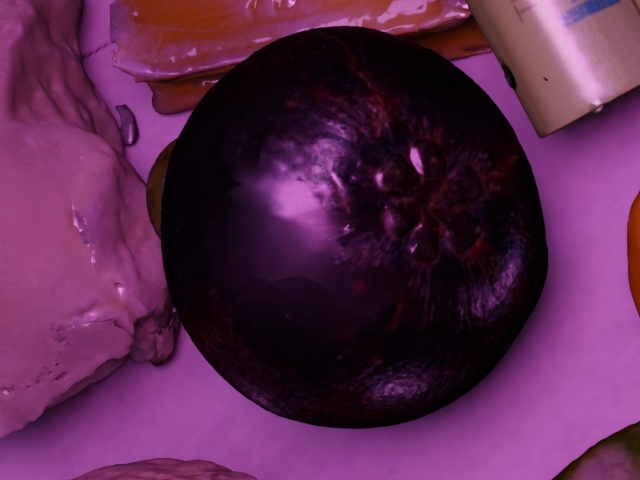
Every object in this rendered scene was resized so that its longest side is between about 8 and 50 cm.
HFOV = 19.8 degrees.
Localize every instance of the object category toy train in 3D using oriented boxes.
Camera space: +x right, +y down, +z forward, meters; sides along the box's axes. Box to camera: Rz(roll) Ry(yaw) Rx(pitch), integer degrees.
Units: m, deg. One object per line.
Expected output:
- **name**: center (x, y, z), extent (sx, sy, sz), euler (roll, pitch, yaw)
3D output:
- **toy train**: center (0.125, -0.177, 0.988), extent (0.157, 0.105, 0.253), euler (-28, 89, -6)

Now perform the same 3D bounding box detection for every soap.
- **soap**: center (-0.012, -0.164, 1.091), extent (0.233, 0.076, 0.135), euler (-9, 75, 20)

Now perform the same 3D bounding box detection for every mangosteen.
- **mangosteen**: center (0.011, 0.001, 0.988), extent (0.216, 0.216, 0.216), euler (-4, 78, 20)

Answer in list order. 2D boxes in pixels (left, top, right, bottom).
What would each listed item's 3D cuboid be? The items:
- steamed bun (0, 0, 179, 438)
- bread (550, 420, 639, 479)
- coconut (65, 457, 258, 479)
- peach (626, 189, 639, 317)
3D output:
- **steamed bun**: center (-0.272, -0.044, 1.078), extent (0.394, 0.237, 0.346), euler (21, 87, 24)
- **bread**: center (0.237, 0.220, 0.783), extent (0.382, 0.129, 0.366), euler (10, 44, 11)
- **coconut**: center (-0.071, 0.277, 0.919), extent (0.329, 0.329, 0.329), euler (-4, 78, 20)
- **peach**: center (0.245, -0.001, 0.943), extent (0.179, 0.103, 0.179), euler (-5, 79, 23)
